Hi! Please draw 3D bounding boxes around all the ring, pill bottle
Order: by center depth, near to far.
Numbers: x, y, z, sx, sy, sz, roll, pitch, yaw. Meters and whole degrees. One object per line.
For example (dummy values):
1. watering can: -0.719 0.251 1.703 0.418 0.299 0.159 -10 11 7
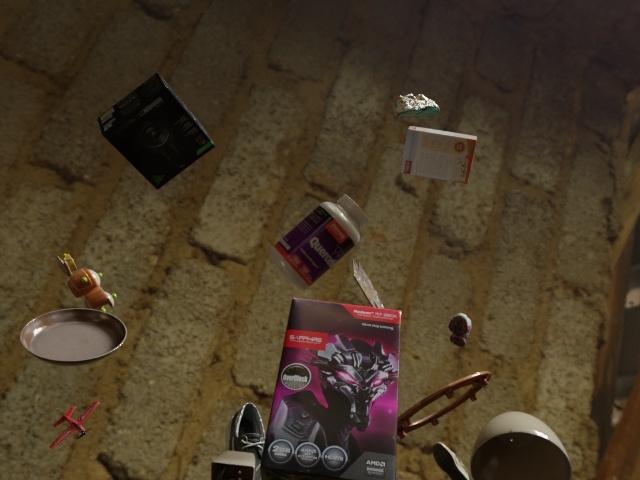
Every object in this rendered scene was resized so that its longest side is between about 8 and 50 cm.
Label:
1. ring: 0.335 0.466 1.683 0.032 0.337 0.336 59 -41 28
2. pill bottle: 0.000 0.000 1.983 0.323 0.181 0.181 -42 -172 -3

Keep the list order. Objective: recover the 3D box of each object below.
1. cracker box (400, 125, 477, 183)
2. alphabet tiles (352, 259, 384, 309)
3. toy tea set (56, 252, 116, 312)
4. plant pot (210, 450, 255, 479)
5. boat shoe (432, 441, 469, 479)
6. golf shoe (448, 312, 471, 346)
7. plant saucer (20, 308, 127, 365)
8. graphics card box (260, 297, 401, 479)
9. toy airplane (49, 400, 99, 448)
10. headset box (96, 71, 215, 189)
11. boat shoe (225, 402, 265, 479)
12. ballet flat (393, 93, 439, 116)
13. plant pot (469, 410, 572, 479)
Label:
1. cracker box: 0.402 -0.293 2.063 0.067 0.233 0.155 -57 156 -65
2. alphabet tiles: 0.144 0.149 1.795 0.009 0.198 0.237 -30 -168 9
3. toy tea set: -0.837 0.166 2.233 0.124 0.336 0.200 -32 139 -28
4. plant pot: -0.217 0.599 1.554 0.096 0.109 0.109 -63 158 -79
5. boat shoe: 0.340 0.582 1.584 0.050 0.135 0.045 -33 180 21
6. golf shoe: 0.482 0.290 2.077 0.086 0.068 0.186 -58 156 -26
7. plant saucer: -0.775 0.310 1.910 0.310 0.311 0.050 -89 -173 -68
8. graphics card box: 0.030 0.286 1.146 0.094 0.233 0.370 94 5 -48
9. toy airplane: -0.623 0.456 1.513 0.151 0.151 0.028 -77 152 -49
10. headset box: -0.512 -0.336 1.922 0.246 0.283 0.131 -36 -136 1
11. boat shoe: -0.217 0.604 1.755 0.119 0.121 0.335 -67 -156 20
12. ballet flat: 0.347 -0.490 2.179 0.091 0.241 0.077 -20 -95 42
13. plant pot: 0.601 0.635 1.841 0.284 0.284 0.191 -63 178 26
